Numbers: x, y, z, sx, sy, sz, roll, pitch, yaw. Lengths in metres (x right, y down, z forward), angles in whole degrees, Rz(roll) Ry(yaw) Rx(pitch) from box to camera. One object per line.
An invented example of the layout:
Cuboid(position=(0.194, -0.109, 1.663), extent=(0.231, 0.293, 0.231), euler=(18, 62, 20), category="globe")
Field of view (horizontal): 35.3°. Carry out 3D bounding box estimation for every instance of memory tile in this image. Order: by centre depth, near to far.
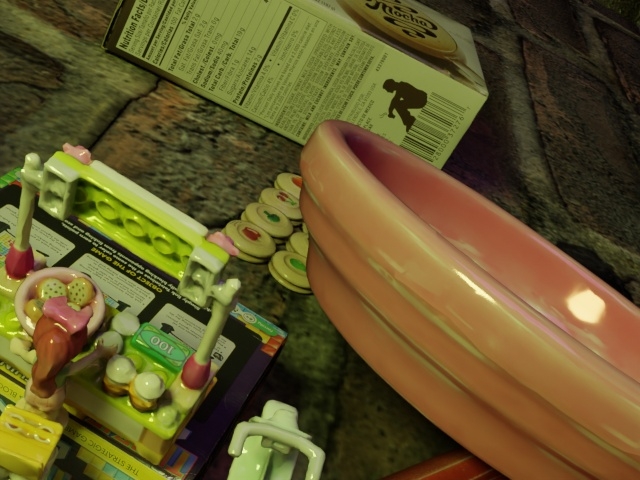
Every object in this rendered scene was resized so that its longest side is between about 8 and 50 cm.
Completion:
Cuboid(position=(0.000, 0.000, 0.709), extent=(0.113, 0.012, 0.148), euler=(32, 26, 3), category="memory tile")

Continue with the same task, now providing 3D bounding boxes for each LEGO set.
Cuboid(position=(-0.132, 0.028, 0.346), extent=(0.287, 0.107, 0.132), euler=(15, 51, -12), category="LEGO set")

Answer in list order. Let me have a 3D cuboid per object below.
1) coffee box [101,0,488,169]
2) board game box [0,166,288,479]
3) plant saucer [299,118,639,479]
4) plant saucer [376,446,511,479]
Cuboid(position=(-0.017, -0.176, 0.873), extent=(0.297, 0.119, 0.168), euler=(25, 28, -11), category="coffee box")
Cuboid(position=(-0.115, 0.048, 0.473), extent=(0.170, 0.048, 0.141), euler=(32, 29, 3), category="board game box")
Cuboid(position=(0.116, 0.054, 0.595), extent=(0.332, 0.084, 0.332), euler=(33, 13, -9), category="plant saucer")
Cuboid(position=(0.087, 0.196, 0.425), extent=(0.258, 0.048, 0.259), euler=(-6, 45, -50), category="plant saucer")
